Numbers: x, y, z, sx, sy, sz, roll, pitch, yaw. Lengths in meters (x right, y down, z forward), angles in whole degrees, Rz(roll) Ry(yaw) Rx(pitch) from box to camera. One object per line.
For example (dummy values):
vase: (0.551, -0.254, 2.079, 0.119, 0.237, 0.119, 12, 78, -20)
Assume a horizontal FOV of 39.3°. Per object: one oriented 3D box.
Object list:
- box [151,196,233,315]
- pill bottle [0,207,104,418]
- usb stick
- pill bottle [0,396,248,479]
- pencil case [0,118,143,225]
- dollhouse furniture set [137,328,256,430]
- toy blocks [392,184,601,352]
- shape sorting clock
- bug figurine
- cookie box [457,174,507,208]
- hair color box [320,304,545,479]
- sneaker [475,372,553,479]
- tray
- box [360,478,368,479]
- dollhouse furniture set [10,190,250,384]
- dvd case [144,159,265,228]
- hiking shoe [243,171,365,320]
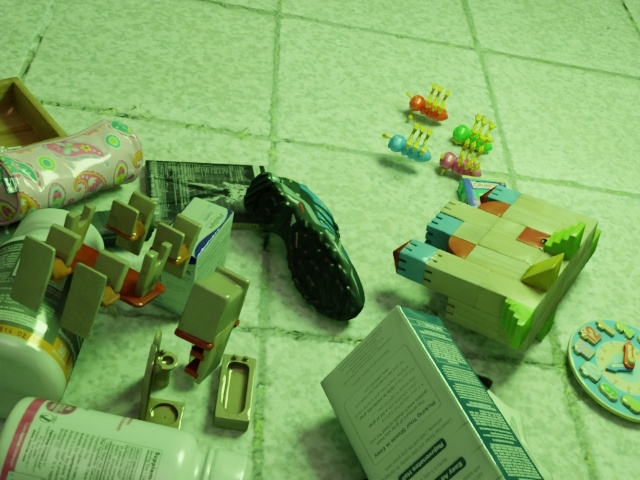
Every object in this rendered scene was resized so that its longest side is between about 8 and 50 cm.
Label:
box: (-0.201, 0.026, 1.389, 0.072, 0.137, 0.126, 23, 42, 8)
pill bottle: (-0.398, 0.093, 1.239, 0.162, 0.162, 0.278, 12, 42, -4)
usb stick: (-0.408, -0.011, 1.435, 0.278, 0.045, 0.077, -9, 43, -24)
pill bottle: (-0.239, 0.294, 1.071, 0.283, 0.160, 0.160, 14, 42, -3)
pencil case: (-0.424, -0.116, 1.460, 0.124, 0.124, 0.284, 36, 36, 21)
dollhouse furniture set: (-0.163, 0.183, 1.241, 0.151, 0.123, 0.144, 10, 42, -6)
toy blocks: (0.295, 0.025, 1.537, 0.261, 0.191, 0.381, 23, 42, 25)
shape sorting clock: (0.507, 0.210, 1.479, 0.206, 0.040, 0.206, 8, 42, -8)
bug figurine: (0.247, -0.211, 1.831, 0.216, 0.072, 0.279, 27, 38, 3)
cookie box: (0.319, -0.074, 1.728, 0.091, 0.040, 0.107, 5, 42, -10)
hair color box: (0.151, 0.272, 1.164, 0.105, 0.174, 0.347, 19, 31, -44)
sneaker: (0.207, 0.255, 1.301, 0.146, 0.122, 0.330, 5, 39, -39)
tray: (-0.652, -0.147, 1.488, 0.411, 0.076, 0.203, -23, 55, -34)
box: (0.034, 0.402, 1.125, 0.184, 0.045, 0.191, -4, 45, -26)
dollhouse furniture set: (-0.237, 0.065, 1.180, 0.259, 0.135, 0.262, 26, 21, 10)
dvd case: (-0.198, -0.082, 1.596, 0.221, 0.018, 0.164, 1, 43, -15)
hiking shoe: (0.000, 0.000, 1.500, 0.132, 0.113, 0.304, -2, 52, -49)
